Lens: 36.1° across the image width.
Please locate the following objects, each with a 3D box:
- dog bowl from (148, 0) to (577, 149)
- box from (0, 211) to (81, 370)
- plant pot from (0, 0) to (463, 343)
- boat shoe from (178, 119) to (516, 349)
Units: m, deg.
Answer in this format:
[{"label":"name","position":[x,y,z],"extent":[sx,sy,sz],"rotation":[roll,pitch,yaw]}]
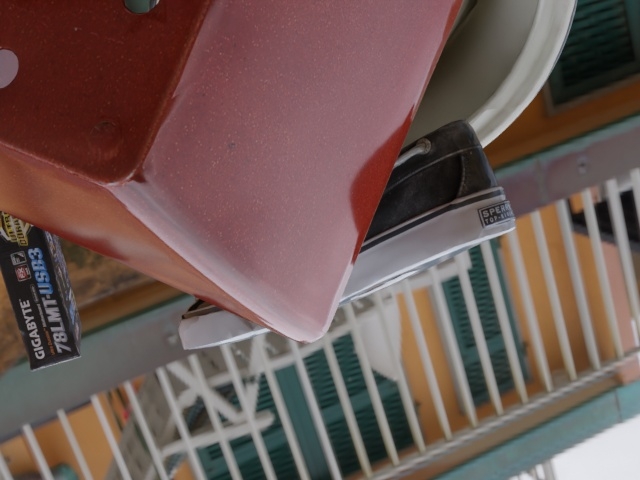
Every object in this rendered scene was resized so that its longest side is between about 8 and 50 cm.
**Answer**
[{"label":"dog bowl","position":[0.032,-0.242,0.953],"extent":[0.408,0.408,0.150],"rotation":[-18,-137,-2]},{"label":"box","position":[-0.387,0.002,1.310],"extent":[0.073,0.293,0.295],"rotation":[-14,-173,-11]},{"label":"plant pot","position":[-0.100,-0.114,0.578],"extent":[0.267,0.267,0.236],"rotation":[22,178,19]},{"label":"boat shoe","position":[-0.002,0.000,0.768],"extent":[0.306,0.105,0.113],"rotation":[-26,171,36]}]
